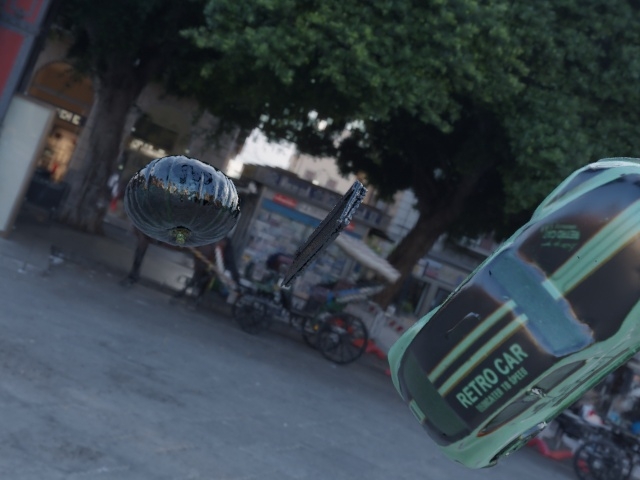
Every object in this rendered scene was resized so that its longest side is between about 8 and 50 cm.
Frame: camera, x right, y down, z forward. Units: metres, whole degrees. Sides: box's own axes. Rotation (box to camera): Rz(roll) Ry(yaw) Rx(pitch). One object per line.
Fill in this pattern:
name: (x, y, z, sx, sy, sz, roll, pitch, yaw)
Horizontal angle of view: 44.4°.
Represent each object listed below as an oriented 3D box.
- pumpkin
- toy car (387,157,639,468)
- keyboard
pumpkin: (-0.235, -0.061, 1.340, 0.202, 0.140, 0.202, 4, -19, 1)
toy car: (0.168, 0.065, 0.631, 0.125, 0.306, 0.136, -2, 49, -51)
keyboard: (0.001, 0.000, 1.059, 0.023, 0.072, 0.231, 31, -32, -7)
